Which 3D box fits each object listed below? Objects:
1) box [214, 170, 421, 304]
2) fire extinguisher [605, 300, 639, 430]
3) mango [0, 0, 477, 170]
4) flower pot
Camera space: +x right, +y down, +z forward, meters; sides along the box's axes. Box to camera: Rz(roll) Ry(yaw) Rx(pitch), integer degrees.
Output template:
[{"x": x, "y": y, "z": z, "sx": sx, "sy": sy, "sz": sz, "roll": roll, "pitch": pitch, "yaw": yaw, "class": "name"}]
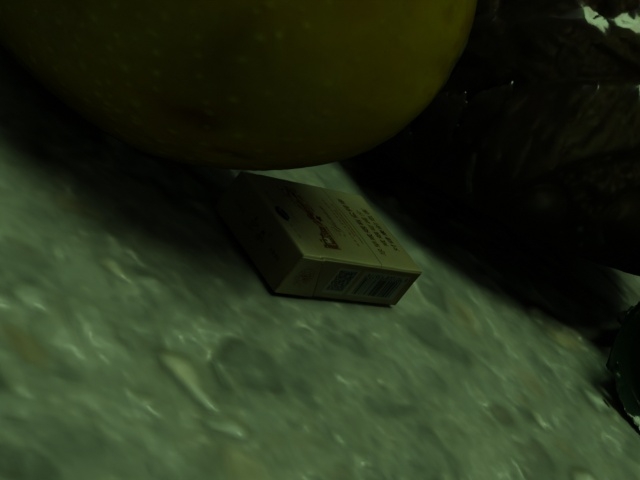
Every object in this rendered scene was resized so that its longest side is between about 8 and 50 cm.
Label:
[{"x": 0.000, "y": 0.000, "z": 0.620, "sx": 0.083, "sy": 0.024, "sz": 0.053, "roll": 8, "pitch": 37, "yaw": -48, "class": "box"}, {"x": 0.253, "y": 0.051, "z": 0.810, "sx": 0.294, "sy": 0.118, "sz": 0.093, "roll": -7, "pitch": 94, "yaw": -59, "class": "fire extinguisher"}, {"x": -0.079, "y": -0.142, "z": 0.617, "sx": 0.329, "sy": 0.176, "sz": 0.176, "roll": 34, "pitch": -8, "yaw": 41, "class": "mango"}, {"x": 0.156, "y": -0.156, "z": 0.780, "sx": 0.266, "sy": 0.267, "sz": 0.266, "roll": 25, "pitch": 17, "yaw": -8, "class": "flower pot"}]
